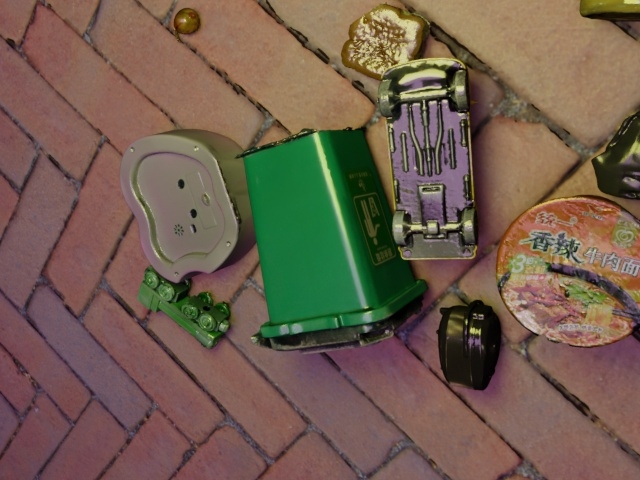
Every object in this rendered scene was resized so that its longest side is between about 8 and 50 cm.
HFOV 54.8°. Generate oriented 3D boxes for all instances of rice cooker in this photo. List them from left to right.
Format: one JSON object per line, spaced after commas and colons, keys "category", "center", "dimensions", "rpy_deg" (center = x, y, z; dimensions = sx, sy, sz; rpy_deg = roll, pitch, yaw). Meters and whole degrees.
{"category": "rice cooker", "center": [0.271, 0.191, 1.125], "dimensions": [0.107, 0.112, 0.165], "rpy_deg": [-4, 102, 34]}

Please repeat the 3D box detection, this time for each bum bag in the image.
{"category": "bum bag", "center": [0.573, -0.112, 0.900], "dimensions": [0.327, 0.080, 0.142], "rpy_deg": [12, 113, 23]}

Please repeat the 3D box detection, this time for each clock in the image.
{"category": "clock", "center": [-0.290, -0.079, 1.339], "dimensions": [0.339, 0.102, 0.338], "rpy_deg": [8, 108, 26]}

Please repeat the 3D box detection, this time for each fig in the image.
{"category": "fig", "center": [-0.281, -0.438, 1.265], "dimensions": [0.083, 0.050, 0.050], "rpy_deg": [-34, 88, 50]}

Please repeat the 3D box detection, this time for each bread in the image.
{"category": "bread", "center": [0.115, -0.344, 1.072], "dimensions": [0.140, 0.069, 0.127], "rpy_deg": [23, 113, 19]}

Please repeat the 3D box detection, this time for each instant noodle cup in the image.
{"category": "instant noodle cup", "center": [0.405, 0.027, 0.966], "dimensions": [0.231, 0.182, 0.230], "rpy_deg": [8, 108, 25]}

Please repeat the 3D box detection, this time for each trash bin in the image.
{"category": "trash bin", "center": [0.000, 0.000, 1.140], "dimensions": [0.295, 0.259, 0.380], "rpy_deg": [-13, 92, 30]}

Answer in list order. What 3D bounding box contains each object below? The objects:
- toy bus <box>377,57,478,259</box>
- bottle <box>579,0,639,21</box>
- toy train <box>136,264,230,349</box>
{"category": "toy bus", "center": [0.195, -0.138, 1.046], "dimensions": [0.144, 0.152, 0.329], "rpy_deg": [-1, 106, 22]}
{"category": "bottle", "center": [0.456, -0.474, 0.805], "dimensions": [0.172, 0.171, 0.350], "rpy_deg": [11, 108, 24]}
{"category": "toy train", "center": [-0.320, 0.154, 1.438], "dimensions": [0.251, 0.085, 0.119], "rpy_deg": [35, 123, 16]}
